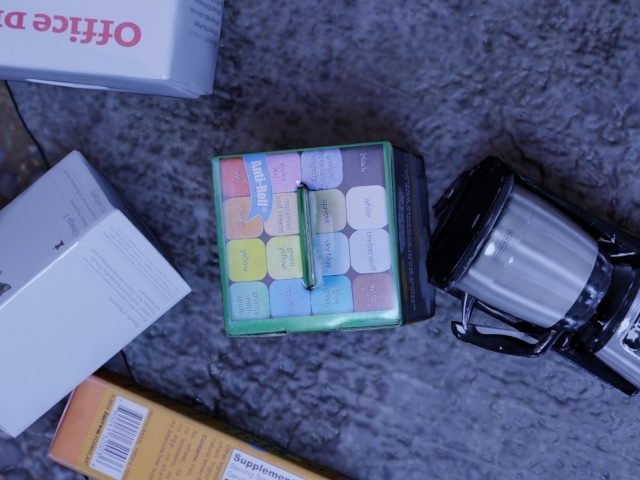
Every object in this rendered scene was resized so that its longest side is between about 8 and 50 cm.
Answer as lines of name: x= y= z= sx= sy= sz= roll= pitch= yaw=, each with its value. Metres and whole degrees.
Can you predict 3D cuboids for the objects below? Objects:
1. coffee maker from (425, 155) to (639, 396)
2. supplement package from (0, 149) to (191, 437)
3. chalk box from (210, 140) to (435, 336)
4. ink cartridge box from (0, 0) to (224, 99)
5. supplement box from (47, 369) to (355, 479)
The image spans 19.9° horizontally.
coffee maker: x=0.178 y=0.018 z=1.317 sx=0.178 sy=0.171 sz=0.120 roll=29 pitch=118 yaw=-9
supplement package: x=-0.209 y=0.040 z=1.380 sx=0.179 sy=0.105 sz=0.105 roll=-40 pitch=40 yaw=0
chalk box: x=0.000 y=0.000 z=1.311 sx=0.132 sy=0.213 sz=0.132 roll=-4 pitch=88 yaw=12
ink cartridge box: x=-0.186 y=-0.275 z=1.400 sx=0.223 sy=0.129 sz=0.307 roll=7 pitch=90 yaw=12
supplement box: x=-0.084 y=0.177 z=1.396 sx=0.233 sy=0.078 sz=0.080 roll=24 pitch=91 yaw=11
